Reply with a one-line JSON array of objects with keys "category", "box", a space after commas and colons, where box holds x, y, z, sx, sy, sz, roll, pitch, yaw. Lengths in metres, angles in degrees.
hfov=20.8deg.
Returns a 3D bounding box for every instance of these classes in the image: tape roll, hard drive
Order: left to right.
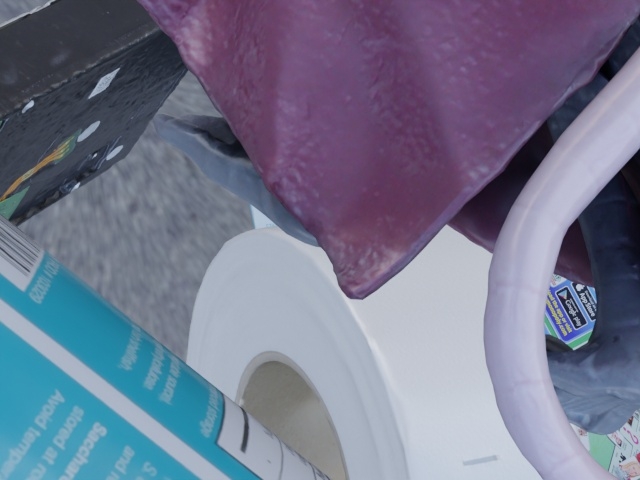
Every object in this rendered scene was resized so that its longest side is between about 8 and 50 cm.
[{"category": "hard drive", "box": [-0.213, -0.077, 1.207, 0.064, 0.237, 0.339, 46, 45, 5]}, {"category": "tape roll", "box": [0.026, 0.126, 0.950, 0.100, 0.286, 0.286, -8, 97, -27]}]

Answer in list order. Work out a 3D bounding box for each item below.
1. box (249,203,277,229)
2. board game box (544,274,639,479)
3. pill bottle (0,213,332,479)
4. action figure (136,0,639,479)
[{"category": "box", "box": [0.000, 0.000, 1.538, 0.100, 0.060, 0.244, -3, 116, 15]}, {"category": "board game box", "box": [0.203, 0.124, 1.421, 0.213, 0.046, 0.317, -29, 80, 12]}, {"category": "pill bottle", "box": [-0.065, 0.096, 0.416, 0.264, 0.146, 0.146, 40, 90, -10]}, {"category": "action figure", "box": [0.098, -0.141, 0.490, 0.248, 0.276, 0.370, 26, 106, -25]}]
